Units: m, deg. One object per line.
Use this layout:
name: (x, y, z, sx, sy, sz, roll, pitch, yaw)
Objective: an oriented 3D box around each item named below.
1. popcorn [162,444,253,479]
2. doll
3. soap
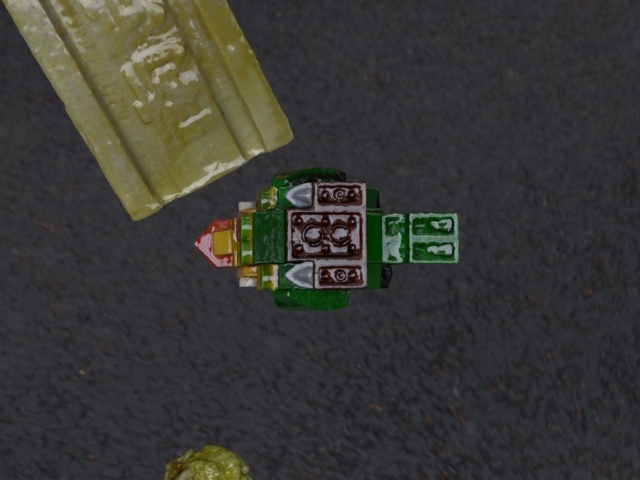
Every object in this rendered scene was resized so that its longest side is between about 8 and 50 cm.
popcorn: (-0.136, 0.284, 1.413, 0.106, 0.116, 0.120, 41, 116, 32)
doll: (-0.007, 0.000, 0.956, 0.186, 0.134, 0.106, -4, 87, 51)
soap: (-0.108, -0.136, 0.578, 0.092, 0.252, 0.037, -29, 23, -5)
